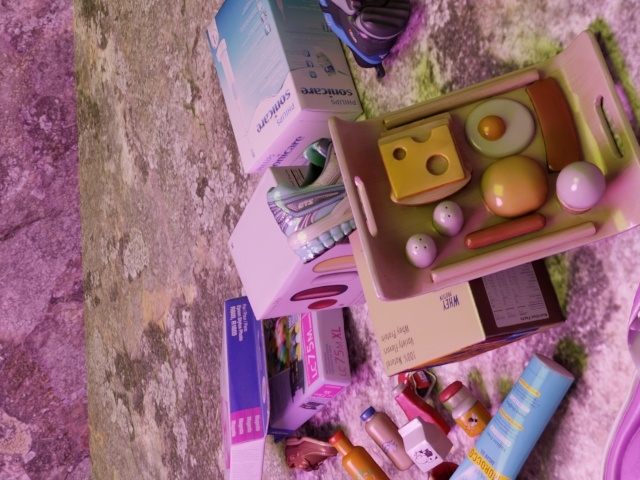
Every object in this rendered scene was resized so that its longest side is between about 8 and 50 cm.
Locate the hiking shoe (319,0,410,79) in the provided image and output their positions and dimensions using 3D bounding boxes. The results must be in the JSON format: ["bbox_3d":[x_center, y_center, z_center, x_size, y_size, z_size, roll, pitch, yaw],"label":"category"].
[{"bbox_3d":[0.019,-0.389,1.145,0.132,0.113,0.304,111,138,-63],"label":"hiking shoe"}]

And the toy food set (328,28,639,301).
[{"bbox_3d":[0.178,-0.082,0.837,0.092,0.305,0.220,53,-159,-74],"label":"toy food set"}]

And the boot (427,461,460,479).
[{"bbox_3d":[0.150,0.429,1.059,0.377,0.138,0.285,33,123,46],"label":"boot"}]

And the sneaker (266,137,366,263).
[{"bbox_3d":[0.049,-0.099,1.014,0.122,0.283,0.110,52,154,-5],"label":"sneaker"}]

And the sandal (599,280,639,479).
[{"bbox_3d":[0.337,0.097,0.704,0.169,0.102,0.417,19,102,61],"label":"sandal"}]

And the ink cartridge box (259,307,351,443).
[{"bbox_3d":[-0.047,0.225,1.372,0.311,0.065,0.186,127,144,-49],"label":"ink cartridge box"}]

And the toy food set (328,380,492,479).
[{"bbox_3d":[0.124,0.248,1.055,0.104,0.111,0.232,49,126,5],"label":"toy food set"}]

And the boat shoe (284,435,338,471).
[{"bbox_3d":[-0.014,0.379,1.368,0.178,0.064,0.060,149,130,-61],"label":"boat shoe"}]

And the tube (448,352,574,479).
[{"bbox_3d":[0.227,0.235,0.925,0.207,0.052,0.080,-62,32,11],"label":"tube"}]

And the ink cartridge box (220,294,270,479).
[{"bbox_3d":[-0.146,0.278,1.421,0.324,0.071,0.330,-101,13,-46],"label":"ink cartridge box"}]

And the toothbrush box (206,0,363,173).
[{"bbox_3d":[-0.070,-0.290,1.307,0.216,0.126,0.296,-40,61,51],"label":"toothbrush box"}]

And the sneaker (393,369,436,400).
[{"bbox_3d":[0.133,0.181,1.137,0.067,0.042,0.119,-3,100,61],"label":"sneaker"}]

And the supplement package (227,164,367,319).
[{"bbox_3d":[0.000,0.000,1.170,0.194,0.203,0.149,-56,49,46],"label":"supplement package"}]

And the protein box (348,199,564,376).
[{"bbox_3d":[0.164,0.045,0.982,0.199,0.135,0.201,-36,64,53],"label":"protein box"}]
